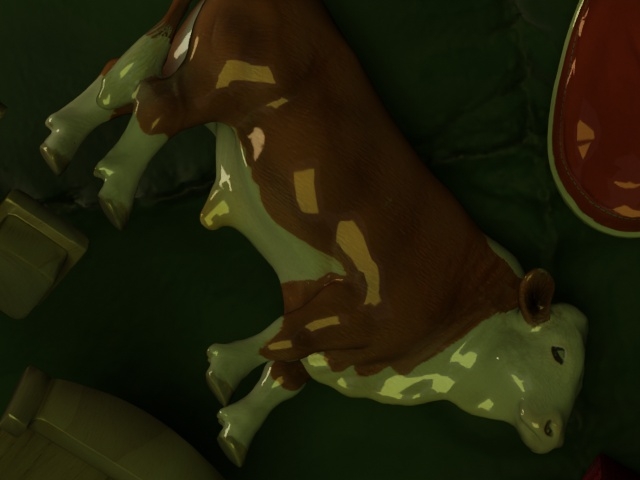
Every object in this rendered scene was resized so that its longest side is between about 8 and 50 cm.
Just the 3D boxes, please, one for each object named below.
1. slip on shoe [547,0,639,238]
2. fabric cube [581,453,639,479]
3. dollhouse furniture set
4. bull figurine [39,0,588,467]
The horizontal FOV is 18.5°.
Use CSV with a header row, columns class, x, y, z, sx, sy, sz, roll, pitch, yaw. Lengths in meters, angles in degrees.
class,x,y,z,sx,sy,sz,roll,pitch,yaw
slip on shoe,0.199,-0.142,0.951,0.123,0.101,0.331,35,118,14
fabric cube,0.188,0.293,0.952,0.258,0.259,0.254,28,101,4
dollhouse furniture set,-0.129,0.080,1.049,0.355,0.174,0.303,35,126,-13
bull figurine,0.000,0.000,1.015,0.188,0.101,0.310,-31,83,-16
